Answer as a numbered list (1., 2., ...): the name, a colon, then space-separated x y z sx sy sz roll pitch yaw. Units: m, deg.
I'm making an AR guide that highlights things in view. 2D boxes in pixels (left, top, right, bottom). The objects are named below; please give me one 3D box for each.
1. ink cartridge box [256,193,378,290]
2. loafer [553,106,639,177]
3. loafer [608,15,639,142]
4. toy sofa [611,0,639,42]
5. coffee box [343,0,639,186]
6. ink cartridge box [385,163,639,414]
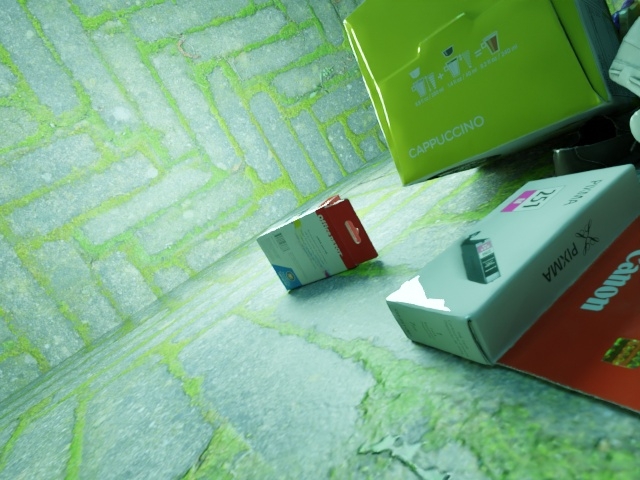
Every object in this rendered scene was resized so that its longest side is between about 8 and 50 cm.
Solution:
1. ink cartridge box: 0.000 0.000 0.806 0.231 0.134 0.078 -22 14 31
2. loafer: 0.410 -0.144 0.552 0.220 0.078 0.080 -34 13 -17
3. loafer: 0.369 -0.123 0.378 0.111 0.112 0.319 114 173 -48
4. toy sofa: 0.619 -0.421 0.898 0.150 0.177 0.362 1 31 43
5. coffee box: 0.310 -0.324 0.727 0.334 0.338 0.338 -19 0 -44
6. ink cartridge box: 0.233 0.014 0.380 0.275 0.060 0.239 -35 11 -20
